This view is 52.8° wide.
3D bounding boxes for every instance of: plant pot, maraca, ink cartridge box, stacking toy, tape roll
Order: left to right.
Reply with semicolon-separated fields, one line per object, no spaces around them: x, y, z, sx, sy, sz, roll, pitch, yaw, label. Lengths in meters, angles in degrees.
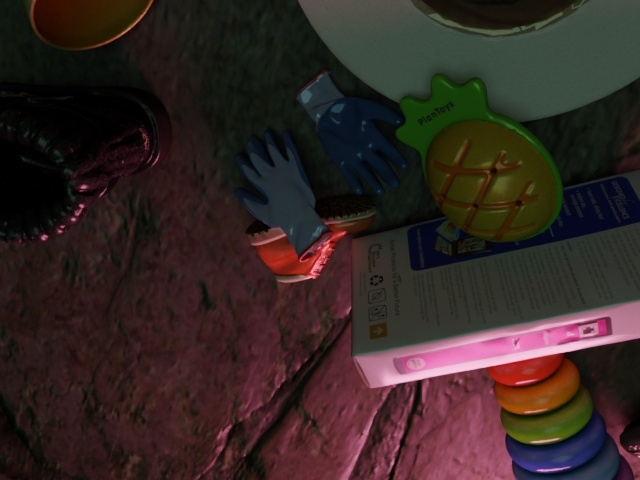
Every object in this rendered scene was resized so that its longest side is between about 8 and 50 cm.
-0.245;-0.272;0.642;0.134;0.134;0.095;-39;79;21;plant pot
0.150;-0.073;0.614;0.186;0.099;0.127;49;134;-12;maraca
0.152;-0.283;0.535;0.391;0.072;0.392;7;131;8;tape roll
0.212;0.030;0.652;0.370;0.176;0.069;-16;128;15;ink cartridge box
0.256;0.188;0.750;0.141;0.141;0.330;-22;100;16;stacking toy

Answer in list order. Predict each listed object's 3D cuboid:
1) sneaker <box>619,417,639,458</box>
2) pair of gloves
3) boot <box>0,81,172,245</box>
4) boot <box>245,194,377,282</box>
0.446;0.181;0.738;0.087;0.130;0.227;28;141;-8;sneaker
-0.001;-0.084;0.693;0.198;0.023;0.159;-40;73;15;pair of gloves
-0.344;-0.085;0.649;0.347;0.260;0.131;-6;111;11;boot
0.000;0.000;0.745;0.157;0.059;0.085;-15;112;23;boot
